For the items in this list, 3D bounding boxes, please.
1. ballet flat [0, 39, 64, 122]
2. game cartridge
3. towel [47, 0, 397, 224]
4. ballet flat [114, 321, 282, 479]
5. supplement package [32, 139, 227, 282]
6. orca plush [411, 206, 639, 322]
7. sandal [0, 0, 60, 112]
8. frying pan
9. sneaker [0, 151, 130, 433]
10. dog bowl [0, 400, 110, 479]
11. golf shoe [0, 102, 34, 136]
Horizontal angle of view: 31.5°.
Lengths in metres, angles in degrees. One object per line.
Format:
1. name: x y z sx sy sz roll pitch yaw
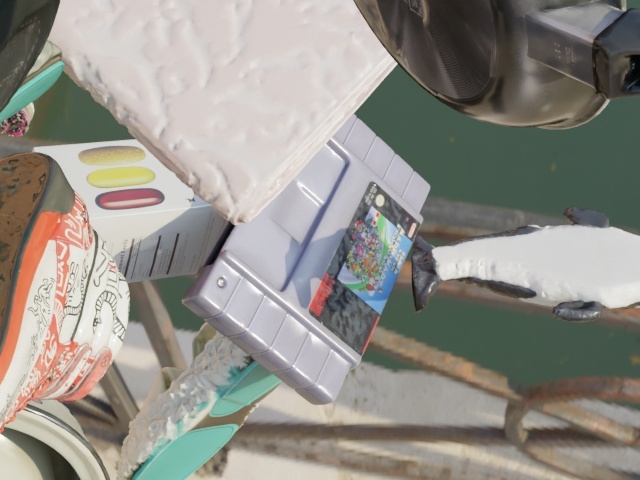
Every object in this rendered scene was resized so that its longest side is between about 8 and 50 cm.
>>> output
1. ballet flat: -0.280 -0.110 0.903 0.068 0.072 0.213 39 38 -8
2. game cartridge: 0.000 0.000 1.412 0.230 0.068 0.355 38 57 -18
3. towel: -0.084 -0.227 1.022 0.332 0.053 0.317 42 80 13
4. ballet flat: -0.156 0.203 1.549 0.147 0.409 0.147 31 33 -23
5. supplement package: -0.240 -0.038 1.456 0.244 0.133 0.139 -8 50 -27
6. orca plush: 0.246 0.055 1.252 0.287 0.102 0.151 -10 50 1
7. sandal: -0.189 -0.088 0.490 0.168 0.107 0.446 21 36 16
8. frying pan: 0.091 -0.081 0.471 0.053 0.197 0.326 -32 69 -14
9. sneaker: -0.198 0.085 0.729 0.090 0.145 0.270 -4 49 19
10. dog bowl: -0.478 0.330 1.473 0.408 0.407 0.150 -17 31 -7
11. golf shoe: -0.463 -0.238 1.595 0.068 0.186 0.086 -11 42 10
